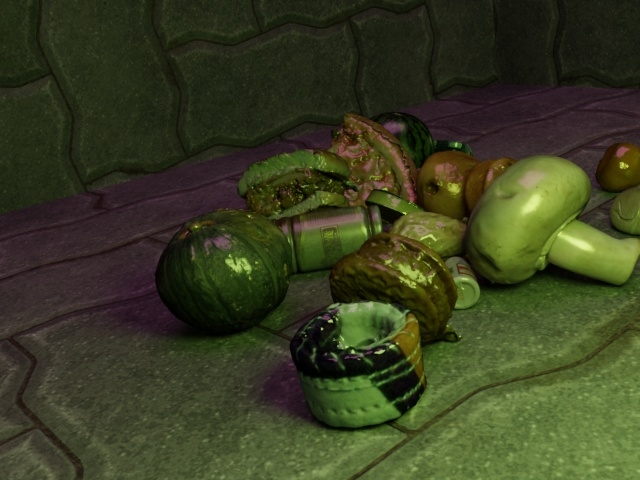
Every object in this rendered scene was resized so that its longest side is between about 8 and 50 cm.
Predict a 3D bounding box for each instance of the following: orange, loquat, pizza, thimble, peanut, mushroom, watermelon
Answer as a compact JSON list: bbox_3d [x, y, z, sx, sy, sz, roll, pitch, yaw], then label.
[{"bbox_3d":[0.868,-0.208,2.055,0.134,0.156,0.156,37,32,7],"label":"orange"},{"bbox_3d":[0.375,-0.146,1.991,0.238,0.193,0.238,26,22,-11],"label":"loquat"},{"bbox_3d":[0.120,-0.227,2.200,0.435,0.080,0.391,-2,65,16],"label":"pizza"},{"bbox_3d":[0.065,0.205,1.238,0.237,0.150,0.237,-10,18,3],"label":"thimble"},{"bbox_3d":[0.209,0.019,1.668,0.291,0.143,0.159,-26,48,-10],"label":"peanut"},{"bbox_3d":[0.482,-0.049,1.548,0.356,0.315,0.315,-9,19,-2],"label":"mushroom"},{"bbox_3d":[0.242,-0.292,2.391,0.285,0.285,0.285,-8,19,3],"label":"watermelon"}]

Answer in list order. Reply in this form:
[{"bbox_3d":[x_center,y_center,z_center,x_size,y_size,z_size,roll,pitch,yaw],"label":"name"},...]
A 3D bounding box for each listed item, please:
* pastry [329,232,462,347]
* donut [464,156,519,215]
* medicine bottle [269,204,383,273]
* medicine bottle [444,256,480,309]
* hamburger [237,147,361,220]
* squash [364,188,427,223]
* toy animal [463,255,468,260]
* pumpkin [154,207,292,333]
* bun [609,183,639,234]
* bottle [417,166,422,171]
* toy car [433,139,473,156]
[{"bbox_3d":[0.133,0.110,1.364,0.240,0.235,0.132,13,40,36],"label":"pastry"},{"bbox_3d":[0.472,-0.110,1.858,0.114,0.226,0.227,-6,16,45],"label":"donut"},{"bbox_3d":[0.000,0.000,1.849,0.323,0.151,0.151,-9,19,2],"label":"medicine bottle"},{"bbox_3d":[0.301,0.089,1.561,0.079,0.079,0.140,-7,19,8],"label":"medicine bottle"},{"bbox_3d":[-0.053,-0.122,2.019,0.318,0.195,0.277,-15,-15,26],"label":"hamburger"},{"bbox_3d":[0.220,-0.063,1.910,0.219,0.219,0.041,18,75,53],"label":"squash"},{"bbox_3d":[0.342,0.005,1.811,0.083,0.070,0.159,-8,14,13],"label":"toy animal"},{"bbox_3d":[-0.205,0.061,1.612,0.292,0.257,0.327,-14,22,28],"label":"pumpkin"},{"bbox_3d":[0.808,-0.086,1.766,0.167,0.113,0.173,-22,20,-32],"label":"bun"},{"bbox_3d":[0.371,-0.190,2.271,0.253,0.120,0.120,-21,22,-29],"label":"bottle"},{"bbox_3d":[0.415,-0.282,2.503,0.306,0.136,0.125,12,7,44],"label":"toy car"}]
